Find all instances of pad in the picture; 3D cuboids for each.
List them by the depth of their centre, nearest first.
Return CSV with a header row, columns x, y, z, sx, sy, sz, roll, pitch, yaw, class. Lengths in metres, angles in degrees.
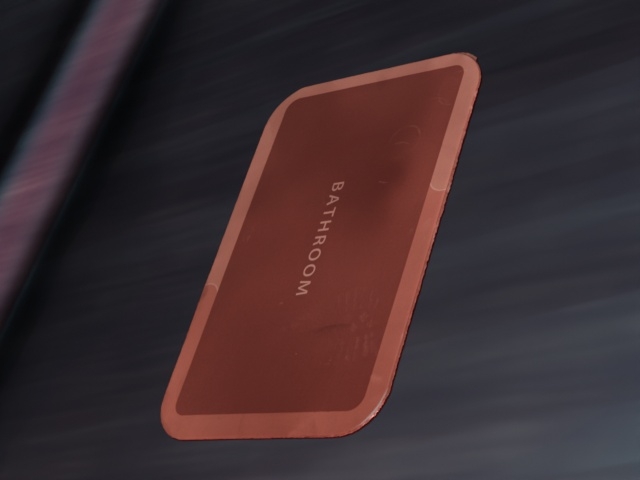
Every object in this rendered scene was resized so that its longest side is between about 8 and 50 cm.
x,y,z,sx,sy,sz,roll,pitch,yaw,class
0.000,0.000,0.858,0.176,0.002,0.266,-7,53,39,pad
